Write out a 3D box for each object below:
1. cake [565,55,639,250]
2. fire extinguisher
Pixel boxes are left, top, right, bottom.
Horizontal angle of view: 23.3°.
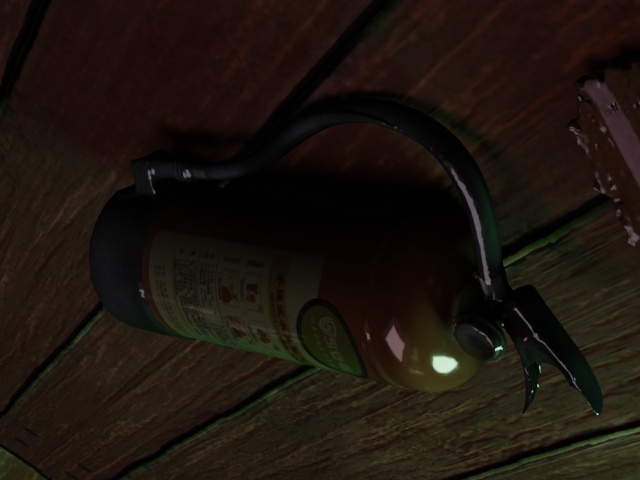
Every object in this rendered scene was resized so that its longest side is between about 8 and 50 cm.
[{"bbox_3d":[0.243,0.018,0.772,0.295,0.113,0.116,50,148,-9],"label":"cake"},{"bbox_3d":[-0.005,0.010,0.990,0.376,0.113,0.200,10,147,41],"label":"fire extinguisher"}]
